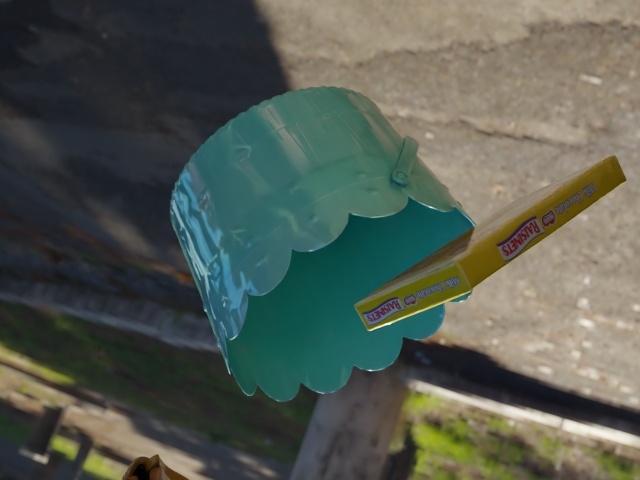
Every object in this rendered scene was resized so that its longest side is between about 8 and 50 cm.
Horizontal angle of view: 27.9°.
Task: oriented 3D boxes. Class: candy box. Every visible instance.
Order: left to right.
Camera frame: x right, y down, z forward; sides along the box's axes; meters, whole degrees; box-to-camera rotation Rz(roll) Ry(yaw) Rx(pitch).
[{"bbox_3d":[0.123,0.000,0.907,0.105,0.206,0.027,-24,95,48],"label":"candy box"}]

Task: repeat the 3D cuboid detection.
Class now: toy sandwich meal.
[{"bbox_3d":[-0.084,0.153,0.701,0.029,0.086,0.085,-16,152,13],"label":"toy sandwich meal"}]

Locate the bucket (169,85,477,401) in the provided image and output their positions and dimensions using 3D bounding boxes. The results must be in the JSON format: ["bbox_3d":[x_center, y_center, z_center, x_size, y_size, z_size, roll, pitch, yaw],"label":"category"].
[{"bbox_3d":[0.000,0.000,1.236,0.183,0.281,0.281,60,-175,31],"label":"bucket"}]
